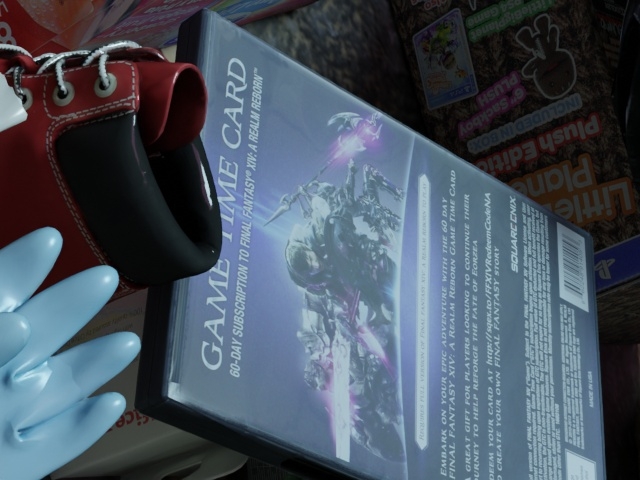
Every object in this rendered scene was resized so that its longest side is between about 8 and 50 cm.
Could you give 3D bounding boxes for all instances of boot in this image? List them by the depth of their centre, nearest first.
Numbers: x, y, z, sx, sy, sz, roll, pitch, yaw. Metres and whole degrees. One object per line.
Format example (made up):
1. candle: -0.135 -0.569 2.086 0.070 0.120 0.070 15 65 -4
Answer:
1. boot: -0.142 -0.075 0.604 0.244 0.176 0.088 59 29 -8

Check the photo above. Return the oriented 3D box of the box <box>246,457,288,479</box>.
1. box: 0.034 0.080 0.812 0.183 0.056 0.231 -1 84 -55

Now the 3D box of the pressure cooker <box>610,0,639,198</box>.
1. pressure cooker: 0.354 -0.137 0.883 0.420 0.369 0.376 -72 156 -42

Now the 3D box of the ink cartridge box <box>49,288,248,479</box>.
1. ink cartridge box: -0.070 0.046 0.705 0.090 0.092 0.143 10 63 -52

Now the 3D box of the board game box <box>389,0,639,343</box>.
1. board game box: 0.195 -0.084 1.107 0.232 0.141 0.291 7 64 -52

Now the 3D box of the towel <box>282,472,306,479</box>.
1. towel: 0.034 0.285 0.690 0.325 0.038 0.248 52 53 -17

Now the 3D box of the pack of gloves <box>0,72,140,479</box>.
1. pack of gloves: -0.182 0.023 0.500 0.232 0.046 0.195 -32 94 -22

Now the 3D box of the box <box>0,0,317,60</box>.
1. box: -0.064 -0.194 0.821 0.300 0.142 0.154 -30 94 -56

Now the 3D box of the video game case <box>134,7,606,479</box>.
1. video game case: 0.038 0.032 0.727 0.274 0.026 0.196 26 52 -34
